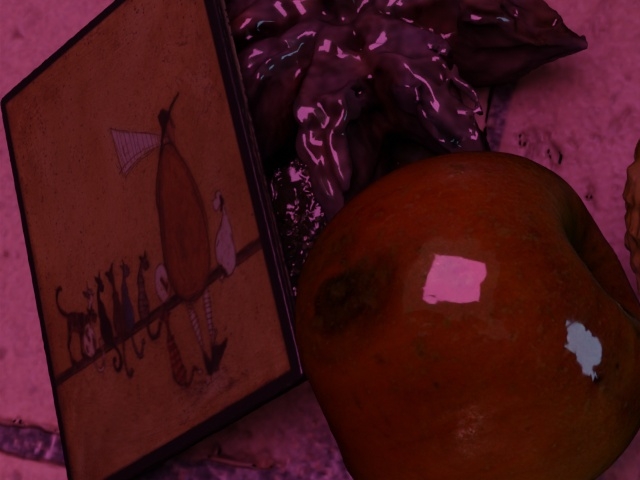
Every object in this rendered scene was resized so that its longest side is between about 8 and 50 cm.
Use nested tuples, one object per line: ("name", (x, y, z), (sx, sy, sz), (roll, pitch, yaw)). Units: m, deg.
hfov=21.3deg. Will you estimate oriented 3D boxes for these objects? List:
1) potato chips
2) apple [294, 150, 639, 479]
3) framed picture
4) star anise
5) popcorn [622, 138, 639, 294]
("potato chips", (0.000, 0.000, 1.231), (0.209, 0.026, 0.142), (-21, 70, 7))
("apple", (0.091, 0.065, 1.074), (0.207, 0.237, 0.237), (-28, 66, 17))
("framed picture", (-0.128, -0.012, 1.201), (0.255, 0.014, 0.338), (-32, 62, 38))
("star anise", (0.019, -0.146, 1.216), (0.332, 0.117, 0.331), (-9, 56, 14))
("popcorn", (0.310, -0.034, 1.080), (0.256, 0.195, 0.255), (-30, 57, 2))
